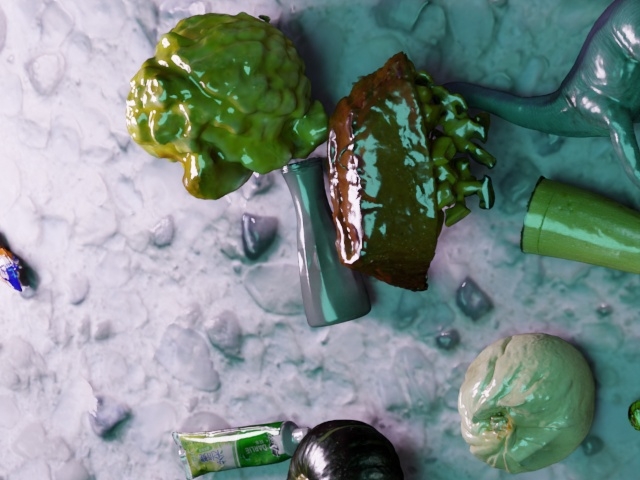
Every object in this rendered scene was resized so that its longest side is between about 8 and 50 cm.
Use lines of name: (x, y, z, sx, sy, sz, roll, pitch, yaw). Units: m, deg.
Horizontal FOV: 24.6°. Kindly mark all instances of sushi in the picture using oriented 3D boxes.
sushi: (0.102, -0.076, 1.757, 0.167, 0.179, 0.297, -166, 73, -75)

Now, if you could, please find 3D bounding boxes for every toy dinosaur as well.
toy dinosaur: (0.306, -0.232, 1.634, 0.331, 0.129, 0.384, 36, 120, 27)

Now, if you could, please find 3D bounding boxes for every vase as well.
vase: (0.000, 0.000, 1.899, 0.086, 0.086, 0.214, -12, 95, 33)

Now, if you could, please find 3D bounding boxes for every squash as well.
squash: (0.032, 0.331, 1.934, 0.193, 0.155, 0.193, -34, 45, 42)
squash: (0.340, 0.005, 1.686, 0.224, 0.094, 0.094, 21, 116, 20)

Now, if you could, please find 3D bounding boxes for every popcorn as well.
popcorn: (-0.113, -0.168, 1.842, 0.251, 0.206, 0.237, 34, 105, -2)

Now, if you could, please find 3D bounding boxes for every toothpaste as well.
toothpaste: (-0.110, 0.293, 2.081, 0.248, 0.047, 0.078, -14, 96, 36)

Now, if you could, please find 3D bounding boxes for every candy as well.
candy: (0.422, 0.196, 1.737, 0.123, 0.035, 0.035, -20, 98, 26)

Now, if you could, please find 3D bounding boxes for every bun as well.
bun: (0.246, 0.202, 1.793, 0.188, 0.111, 0.164, -32, 91, 31)

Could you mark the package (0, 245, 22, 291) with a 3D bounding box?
package: (-0.486, 0.029, 2.231, 0.110, 0.033, 0.077, 37, 146, 32)
